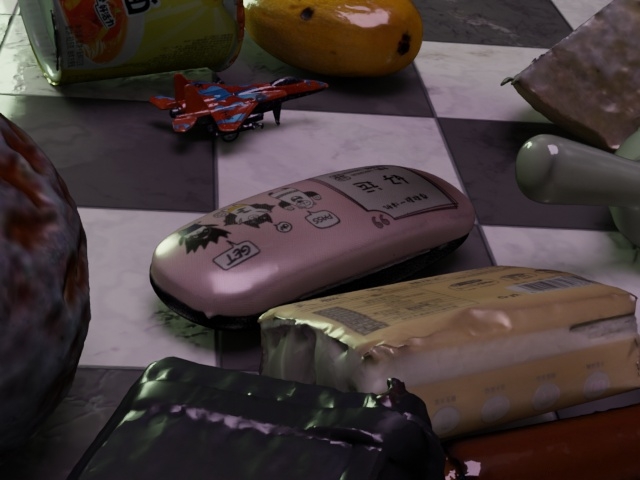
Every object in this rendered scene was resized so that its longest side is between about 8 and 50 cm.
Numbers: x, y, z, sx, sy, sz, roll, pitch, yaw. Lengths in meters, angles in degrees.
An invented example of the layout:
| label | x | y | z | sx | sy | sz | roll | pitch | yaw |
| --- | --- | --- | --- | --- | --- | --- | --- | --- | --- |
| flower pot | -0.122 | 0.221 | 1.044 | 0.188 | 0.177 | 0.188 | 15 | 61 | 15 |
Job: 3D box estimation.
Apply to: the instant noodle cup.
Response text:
| label | x | y | z | sx | sy | sz | roll | pitch | yaw |
| --- | --- | --- | --- | --- | --- | --- | --- | --- | --- |
| instant noodle cup | -0.225 | -0.293 | 1.346 | 0.200 | 0.264 | 0.264 | -16 | 35 | -20 |

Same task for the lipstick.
| label | x | y | z | sx | sy | sz | roll | pitch | yaw |
| --- | --- | --- | --- | --- | --- | --- | --- | --- | --- |
| lipstick | 0.246 | 0.137 | 0.836 | 0.418 | 0.077 | 0.077 | -8 | 32 | -21 |

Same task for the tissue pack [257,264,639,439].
| label | x | y | z | sx | sy | sz | roll | pitch | yaw |
| --- | --- | --- | --- | --- | --- | --- | --- | --- | --- |
| tissue pack | 0.084 | 0.078 | 0.848 | 0.222 | 0.090 | 0.186 | -11 | 7 | -27 |

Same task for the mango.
| label | x | y | z | sx | sy | sz | roll | pitch | yaw |
| --- | --- | --- | --- | --- | --- | --- | --- | --- | --- |
| mango | 0.004 | -0.261 | 1.466 | 0.262 | 0.109 | 0.157 | 22 | 42 | 34 |

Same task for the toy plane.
| label | x | y | z | sx | sy | sz | roll | pitch | yaw |
| --- | --- | --- | --- | --- | --- | --- | --- | --- | --- |
| toy plane | -0.078 | -0.144 | 1.289 | 0.189 | 0.061 | 0.130 | -5 | 30 | -28 |

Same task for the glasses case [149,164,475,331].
| label | x | y | z | sx | sy | sz | roll | pitch | yaw |
| --- | --- | --- | --- | --- | --- | --- | --- | --- | --- |
| glasses case | 0.000 | 0.000 | 1.030 | 0.314 | 0.075 | 0.122 | -19 | 41 | -37 |

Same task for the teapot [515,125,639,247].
| label | x | y | z | sx | sy | sz | roll | pitch | yaw |
| --- | --- | --- | --- | --- | --- | --- | --- | --- | --- |
| teapot | 0.333 | -0.043 | 1.096 | 0.220 | 0.149 | 0.318 | 23 | 33 | 30 |

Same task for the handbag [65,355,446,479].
| label | x | y | z | sx | sy | sz | roll | pitch | yaw |
| --- | --- | --- | --- | --- | --- | --- | --- | --- | --- |
| handbag | -0.038 | 0.182 | 0.600 | 0.181 | 0.181 | 0.254 | 7 | 29 | 16 |

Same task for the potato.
| label | x | y | z | sx | sy | sz | roll | pitch | yaw |
| --- | --- | --- | --- | --- | --- | --- | --- | --- | --- |
| potato | 0.360 | -0.141 | 1.343 | 0.264 | 0.211 | 0.189 | 48 | 0 | 8 |

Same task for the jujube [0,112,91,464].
| label | x | y | z | sx | sy | sz | roll | pitch | yaw |
| --- | --- | --- | --- | --- | --- | --- | --- | --- | --- |
| jujube | -0.273 | 0.025 | 0.791 | 0.246 | 0.215 | 0.308 | -10 | 34 | -25 |
